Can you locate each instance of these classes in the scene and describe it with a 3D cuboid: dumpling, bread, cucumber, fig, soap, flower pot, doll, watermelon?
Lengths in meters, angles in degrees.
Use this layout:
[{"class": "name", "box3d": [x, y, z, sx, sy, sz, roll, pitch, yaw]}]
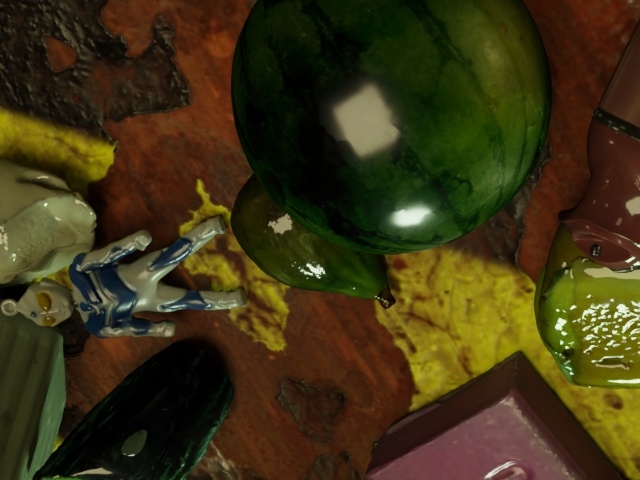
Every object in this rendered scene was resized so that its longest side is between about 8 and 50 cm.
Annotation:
[{"class": "dumpling", "box3d": [-0.302, -0.003, 1.112, 0.181, 0.111, 0.155, 20, 151, 18]}, {"class": "bread", "box3d": [0.360, 0.040, 0.911, 0.384, 0.112, 0.166, -1, 129, 18]}, {"class": "cucumber", "box3d": [-0.164, 0.182, 1.098, 0.115, 0.193, 0.086, 38, 146, 3]}, {"class": "fig", "box3d": [0.000, 0.000, 1.023, 0.117, 0.117, 0.177, -25, 126, 25]}, {"class": "soap", "box3d": [0.189, 0.253, 1.081, 0.181, 0.081, 0.259, -34, 100, 27]}, {"class": "flower pot", "box3d": [-0.369, 0.179, 1.123, 0.209, 0.189, 0.239, 9, 139, -3]}, {"class": "doll", "box3d": [-0.189, 0.051, 1.097, 0.227, 0.057, 0.114, -12, 115, 5]}, {"class": "watermelon", "box3d": [0.052, -0.110, 0.871, 0.242, 0.242, 0.242, 7, 115, 14]}]

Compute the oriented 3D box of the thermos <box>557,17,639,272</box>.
[{"class": "thermos", "box3d": [0.282, -0.123, 0.810, 0.136, 0.109, 0.330, 28, 102, 16]}]
